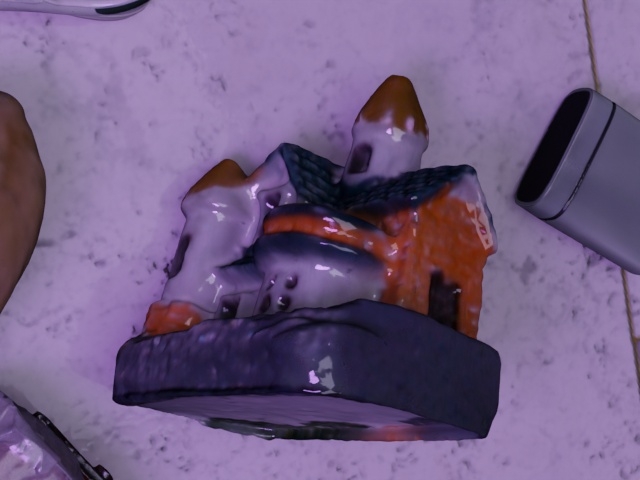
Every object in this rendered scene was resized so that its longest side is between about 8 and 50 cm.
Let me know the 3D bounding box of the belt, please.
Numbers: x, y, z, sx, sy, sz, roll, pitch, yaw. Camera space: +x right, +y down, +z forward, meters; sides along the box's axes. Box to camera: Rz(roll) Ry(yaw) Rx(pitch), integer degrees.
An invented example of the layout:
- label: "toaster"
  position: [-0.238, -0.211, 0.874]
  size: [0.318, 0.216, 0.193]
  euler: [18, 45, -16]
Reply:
- label: "belt"
  position: [-0.216, 0.198, 1.180]
  size: [0.124, 0.128, 0.201]
  euler: [-42, 109, -13]

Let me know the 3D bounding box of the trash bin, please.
- label: "trash bin"
  position: [0.247, -0.050, 1.367]
  size: [0.130, 0.059, 0.116]
  euler: [30, 84, -20]

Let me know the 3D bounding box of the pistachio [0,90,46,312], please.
- label: "pistachio"
  position: [-0.300, 0.019, 1.113]
  size: [0.162, 0.181, 0.293]
  euler: [34, 90, -10]

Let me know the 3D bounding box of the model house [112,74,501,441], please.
- label: "model house"
  position: [0.000, 0.000, 1.194]
  size: [0.190, 0.271, 0.301]
  euler: [25, 69, -34]

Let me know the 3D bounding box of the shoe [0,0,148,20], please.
- label: "shoe"
  position: [-0.238, -0.209, 1.159]
  size: [0.264, 0.110, 0.095]
  euler: [1, 94, -22]
